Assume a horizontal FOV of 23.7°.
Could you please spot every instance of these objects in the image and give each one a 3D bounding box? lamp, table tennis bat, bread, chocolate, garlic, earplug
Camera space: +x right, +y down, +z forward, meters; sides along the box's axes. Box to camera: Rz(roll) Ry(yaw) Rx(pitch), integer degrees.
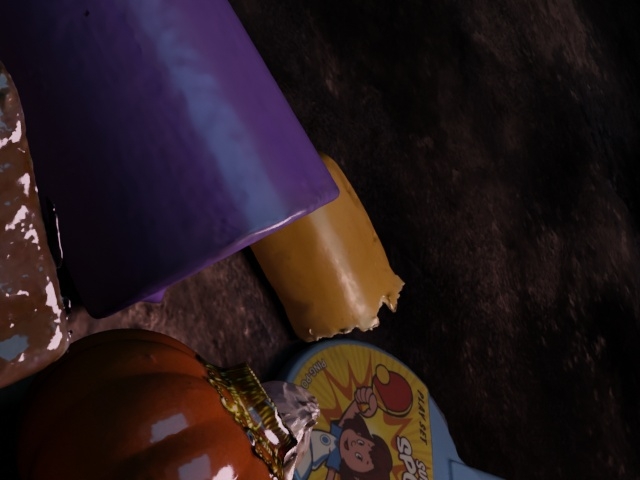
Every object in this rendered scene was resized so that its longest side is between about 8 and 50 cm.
[{"bbox_3d":[-0.113,0.165,1.046,0.223,0.196,0.223,57,-3,4],"label":"lamp"},{"bbox_3d":[0.075,0.208,1.415,0.329,0.044,0.215,26,50,-38],"label":"table tennis bat"},{"bbox_3d":[0.001,0.000,1.404,0.173,0.085,0.134,61,33,-11],"label":"bread"},{"bbox_3d":[-0.245,-0.014,0.967,0.093,0.148,0.214,-25,108,-42],"label":"chocolate"},{"bbox_3d":[-0.042,0.169,1.253,0.074,0.094,0.113,1,54,-26],"label":"garlic"},{"bbox_3d":[-0.178,-0.181,1.159,0.215,0.215,0.456,-29,93,-57],"label":"earplug"}]
